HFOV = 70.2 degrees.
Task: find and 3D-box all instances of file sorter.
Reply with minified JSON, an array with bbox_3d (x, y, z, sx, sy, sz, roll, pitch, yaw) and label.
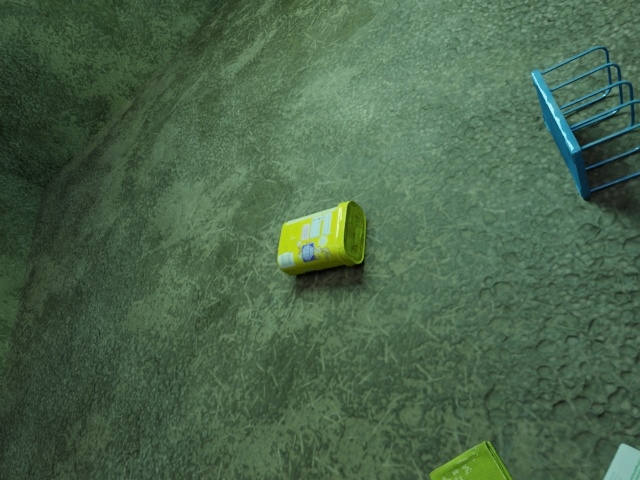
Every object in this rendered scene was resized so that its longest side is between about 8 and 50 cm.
[{"bbox_3d":[0.394,-0.173,0.657,0.104,0.118,0.170,-22,52,25],"label":"file sorter"}]

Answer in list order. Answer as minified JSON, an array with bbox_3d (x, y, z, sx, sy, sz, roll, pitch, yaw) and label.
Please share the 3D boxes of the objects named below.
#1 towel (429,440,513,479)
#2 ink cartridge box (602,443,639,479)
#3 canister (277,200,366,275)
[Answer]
[{"bbox_3d":[0.221,0.373,0.537,0.102,0.021,0.237,-38,46,15],"label":"towel"},{"bbox_3d":[0.336,0.318,0.381,0.223,0.045,0.224,-36,33,-29],"label":"ink cartridge box"},{"bbox_3d":[0.000,0.000,0.914,0.169,0.073,0.126,-14,56,35],"label":"canister"}]
